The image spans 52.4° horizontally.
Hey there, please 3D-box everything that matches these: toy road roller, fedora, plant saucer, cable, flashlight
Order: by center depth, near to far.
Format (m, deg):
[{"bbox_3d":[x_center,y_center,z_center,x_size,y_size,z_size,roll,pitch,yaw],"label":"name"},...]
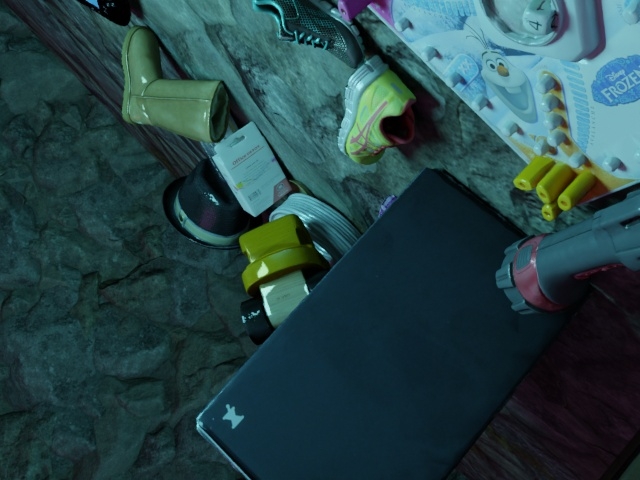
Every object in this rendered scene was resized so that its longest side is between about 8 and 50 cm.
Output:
[{"bbox_3d":[0.296,0.018,0.690,0.103,0.103,0.304,61,164,5],"label":"flashlight"},{"bbox_3d":[-0.052,0.090,1.402,0.329,0.202,0.240,48,-159,-68],"label":"toy road roller"},{"bbox_3d":[-0.042,-0.114,1.527,0.083,0.015,0.083,42,167,12],"label":"plant saucer"},{"bbox_3d":[0.000,0.000,1.528,0.257,0.089,0.257,26,154,29],"label":"cable"},{"bbox_3d":[-0.305,-0.130,1.926,0.334,0.334,0.152,40,132,19],"label":"fedora"}]

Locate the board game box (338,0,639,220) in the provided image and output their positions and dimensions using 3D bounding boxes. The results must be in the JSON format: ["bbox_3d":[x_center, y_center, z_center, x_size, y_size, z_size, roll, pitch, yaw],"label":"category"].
[{"bbox_3d":[0.160,-0.192,0.530,0.390,0.050,0.390,44,168,0],"label":"board game box"}]

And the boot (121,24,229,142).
[{"bbox_3d":[-0.316,-0.348,1.438,0.269,0.236,0.089,14,-163,32],"label":"boot"}]

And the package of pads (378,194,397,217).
[{"bbox_3d":[0.130,-0.045,1.154,0.050,0.032,0.083,41,167,11],"label":"package of pads"}]

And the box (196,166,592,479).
[{"bbox_3d":[0.105,0.217,1.043,0.297,0.480,0.472,40,167,15],"label":"box"}]

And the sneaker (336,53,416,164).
[{"bbox_3d":[0.080,-0.148,0.866,0.094,0.081,0.208,39,166,15],"label":"sneaker"}]

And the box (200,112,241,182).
[{"bbox_3d":[-0.241,-0.241,1.584,0.183,0.056,0.231,23,145,58],"label":"box"}]

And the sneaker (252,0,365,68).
[{"bbox_3d":[-0.018,-0.265,0.808,0.166,0.076,0.065,44,169,2],"label":"sneaker"}]

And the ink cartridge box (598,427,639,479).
[{"bbox_3d":[0.510,0.356,0.858,0.235,0.193,0.088,41,168,14],"label":"ink cartridge box"}]

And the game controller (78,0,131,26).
[{"bbox_3d":[-0.540,-0.570,1.366,0.319,0.067,0.166,32,155,-1],"label":"game controller"}]

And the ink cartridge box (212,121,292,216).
[{"bbox_3d":[-0.163,-0.168,1.485,0.067,0.115,0.198,33,156,53],"label":"ink cartridge box"}]
